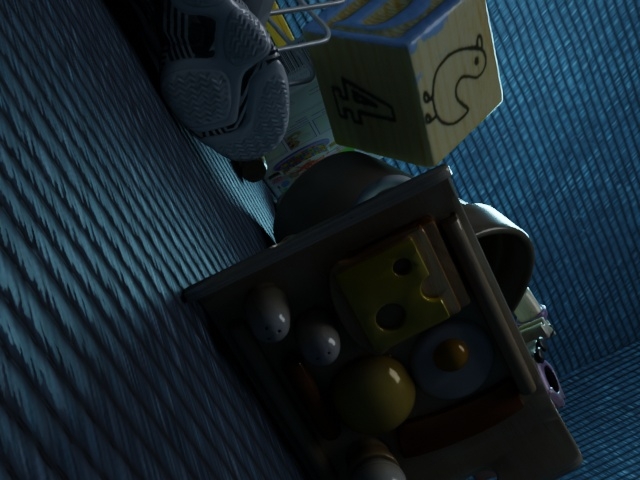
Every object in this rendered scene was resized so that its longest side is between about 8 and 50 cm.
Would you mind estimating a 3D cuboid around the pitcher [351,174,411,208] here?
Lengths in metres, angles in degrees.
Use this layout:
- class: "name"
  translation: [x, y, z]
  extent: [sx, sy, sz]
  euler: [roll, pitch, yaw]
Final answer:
- class: "pitcher"
  translation: [0.035, 0.051, 0.975]
  extent: [0.178, 0.207, 0.125]
  euler: [63, 4, -2]

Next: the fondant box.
- class: "fondant box"
  translation: [-0.018, -0.207, 1.774]
  extent: [0.096, 0.238, 0.330]
  euler: [63, 3, 28]

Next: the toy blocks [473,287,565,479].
- class: "toy blocks"
  translation: [0.285, 0.271, 1.630]
  extent: [0.260, 0.309, 0.288]
  euler: [56, 27, -11]

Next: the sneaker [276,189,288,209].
- class: "sneaker"
  translation: [0.000, 0.000, 1.741]
  extent: [0.268, 0.101, 0.153]
  euler: [-106, 174, -66]

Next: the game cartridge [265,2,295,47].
- class: "game cartridge"
  translation: [-0.169, -0.446, 1.910]
  extent: [0.324, 0.053, 0.285]
  euler: [29, -26, 51]

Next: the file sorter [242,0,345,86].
- class: "file sorter"
  translation: [-0.067, -0.347, 1.296]
  extent: [0.193, 0.173, 0.277]
  euler: [51, -42, 24]

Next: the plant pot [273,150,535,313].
- class: "plant pot"
  translation: [0.089, 0.027, 1.443]
  extent: [0.280, 0.323, 0.323]
  euler: [47, -6, 33]

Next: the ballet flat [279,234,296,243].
- class: "ballet flat"
  translation: [-0.005, 0.104, 1.261]
  extent: [0.073, 0.080, 0.232]
  euler: [114, -42, -58]

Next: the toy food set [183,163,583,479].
- class: "toy food set"
  translation: [0.060, 0.109, 0.821]
  extent: [0.306, 0.220, 0.092]
  euler: [62, 4, -26]

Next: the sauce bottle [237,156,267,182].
- class: "sauce bottle"
  translation: [-0.108, -0.129, 1.546]
  extent: [0.042, 0.042, 0.128]
  euler: [61, 2, -30]

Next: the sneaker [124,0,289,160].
- class: "sneaker"
  translation: [-0.152, -0.274, 1.177]
  extent: [0.366, 0.137, 0.210]
  euler: [58, 8, -29]

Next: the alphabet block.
- class: "alphabet block"
  translation: [0.120, -0.248, 1.458]
  extent: [0.193, 0.192, 0.197]
  euler: [20, -38, 40]
